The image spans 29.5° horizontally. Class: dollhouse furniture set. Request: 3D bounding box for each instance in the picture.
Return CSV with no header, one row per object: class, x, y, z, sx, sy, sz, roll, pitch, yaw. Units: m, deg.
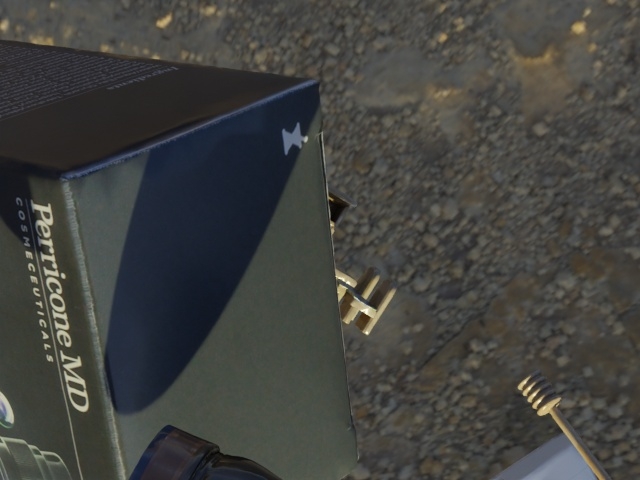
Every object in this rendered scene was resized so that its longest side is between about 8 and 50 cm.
dollhouse furniture set,0.000,0.000,1.899,0.212,0.242,0.161,31,93,-23

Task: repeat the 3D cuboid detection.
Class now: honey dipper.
honey dipper,0.254,0.199,1.200,0.030,0.030,0.161,-26,65,-22

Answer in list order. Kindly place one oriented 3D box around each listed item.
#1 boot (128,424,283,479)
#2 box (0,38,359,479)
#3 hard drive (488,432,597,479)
boot,-0.055,0.195,0.488,0.106,0.082,0.219,19,84,10
box,-0.196,0.031,0.872,0.212,0.395,0.294,-28,120,-43
hard drive,0.262,0.428,1.382,0.233,0.047,0.353,-30,103,-16
